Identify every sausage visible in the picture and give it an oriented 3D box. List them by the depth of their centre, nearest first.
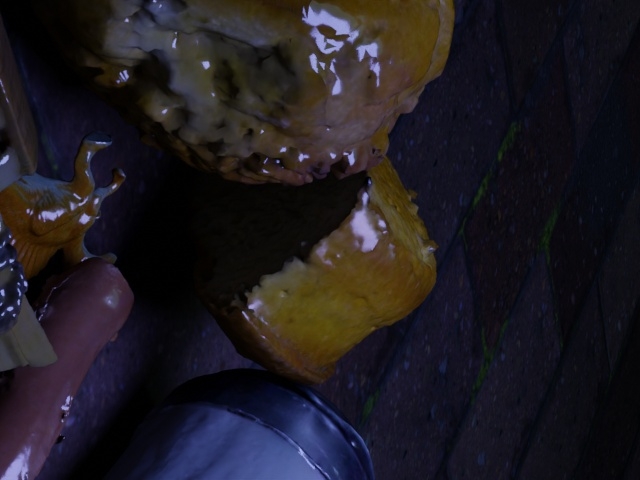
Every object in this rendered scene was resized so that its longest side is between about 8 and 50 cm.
[{"bbox_3d":[-0.225,0.131,1.223,0.304,0.078,0.078,-65,149,-35],"label":"sausage"}]

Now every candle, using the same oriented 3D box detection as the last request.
[{"bbox_3d":[-0.103,0.269,1.346,0.342,0.221,0.221,-53,140,-50],"label":"candle"}]

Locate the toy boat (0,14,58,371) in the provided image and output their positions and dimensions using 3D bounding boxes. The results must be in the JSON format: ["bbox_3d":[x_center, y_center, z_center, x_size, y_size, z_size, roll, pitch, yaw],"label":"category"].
[{"bbox_3d":[-0.264,-0.088,1.043,0.162,0.136,0.446,-40,135,-34],"label":"toy boat"}]

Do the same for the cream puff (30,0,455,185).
[{"bbox_3d":[-0.072,-0.182,1.264,0.343,0.327,0.231,-9,146,-36],"label":"cream puff"}]

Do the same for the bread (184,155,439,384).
[{"bbox_3d":[0.000,0.000,1.434,0.179,0.194,0.340,49,12,-26],"label":"bread"}]

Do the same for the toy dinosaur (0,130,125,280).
[{"bbox_3d":[-0.222,-0.021,1.259,0.212,0.057,0.142,-9,123,-53],"label":"toy dinosaur"}]
